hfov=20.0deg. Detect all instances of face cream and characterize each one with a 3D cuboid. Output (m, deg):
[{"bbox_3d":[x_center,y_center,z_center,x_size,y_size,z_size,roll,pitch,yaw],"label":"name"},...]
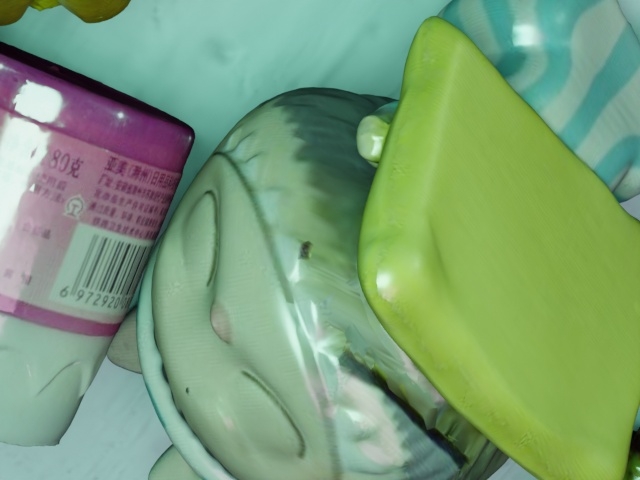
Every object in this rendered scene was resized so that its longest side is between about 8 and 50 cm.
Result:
[{"bbox_3d":[-0.182,-0.006,1.002,0.175,0.175,0.195,22,93,-26],"label":"face cream"}]

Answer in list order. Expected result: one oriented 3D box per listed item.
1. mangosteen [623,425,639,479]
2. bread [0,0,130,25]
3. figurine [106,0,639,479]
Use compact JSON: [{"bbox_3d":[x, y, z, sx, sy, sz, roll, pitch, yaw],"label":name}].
[{"bbox_3d":[0.298,0.317,1.321,0.311,0.311,0.311,-7,125,-9],"label":"mangosteen"},{"bbox_3d":[-0.137,-0.227,0.875,0.333,0.160,0.333,-18,136,-18],"label":"bread"},{"bbox_3d":[0.000,0.000,1.089,0.377,0.361,0.266,-10,123,37],"label":"figurine"}]
